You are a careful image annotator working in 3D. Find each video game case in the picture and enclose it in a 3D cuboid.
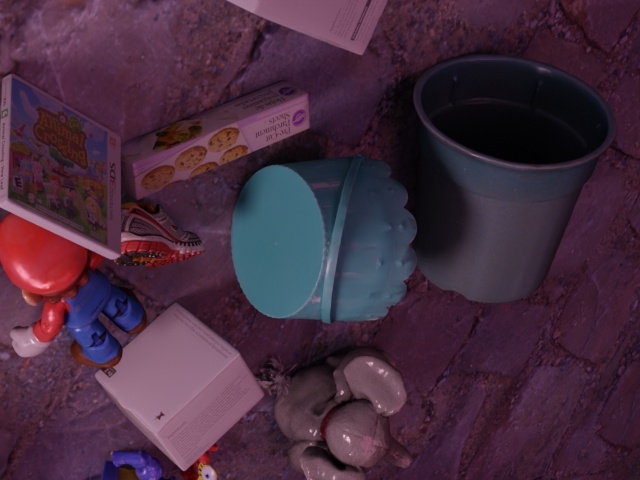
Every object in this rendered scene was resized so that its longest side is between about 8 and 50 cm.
[{"bbox_3d":[-0.342,-0.096,1.712,0.023,0.193,0.212,-21,150,28],"label":"video game case"}]

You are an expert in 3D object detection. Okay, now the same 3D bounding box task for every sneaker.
[{"bbox_3d":[-0.237,-0.013,1.894,0.225,0.088,0.092,16,61,-74],"label":"sneaker"}]

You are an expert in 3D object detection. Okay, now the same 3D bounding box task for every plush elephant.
[{"bbox_3d":[0.054,0.329,2.298,0.330,0.255,0.271,32,92,-50],"label":"plush elephant"}]

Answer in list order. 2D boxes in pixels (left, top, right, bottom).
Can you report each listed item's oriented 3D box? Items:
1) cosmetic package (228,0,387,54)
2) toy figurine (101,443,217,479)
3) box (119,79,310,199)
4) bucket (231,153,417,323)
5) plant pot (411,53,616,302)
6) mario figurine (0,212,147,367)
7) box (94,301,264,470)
[{"bbox_3d":[-0.058,-0.373,1.752,0.225,0.224,0.138,14,105,-48],"label":"cosmetic package"},{"bbox_3d":[-0.306,0.432,2.148,0.217,0.191,0.362,5,124,-13],"label":"toy figurine"},{"bbox_3d":[-0.160,-0.153,1.920,0.324,0.063,0.067,-25,131,-31],"label":"box"},{"bbox_3d":[0.000,0.000,2.031,0.183,0.281,0.281,-3,117,-39],"label":"bucket"},{"bbox_3d":[0.305,-0.093,2.238,0.341,0.341,0.334,-23,137,-33],"label":"plant pot"},{"bbox_3d":[-0.372,0.047,1.831,0.170,0.198,0.320,-9,146,12],"label":"mario figurine"},{"bbox_3d":[-0.221,0.227,2.019,0.182,0.181,0.119,-43,138,-15],"label":"box"}]
